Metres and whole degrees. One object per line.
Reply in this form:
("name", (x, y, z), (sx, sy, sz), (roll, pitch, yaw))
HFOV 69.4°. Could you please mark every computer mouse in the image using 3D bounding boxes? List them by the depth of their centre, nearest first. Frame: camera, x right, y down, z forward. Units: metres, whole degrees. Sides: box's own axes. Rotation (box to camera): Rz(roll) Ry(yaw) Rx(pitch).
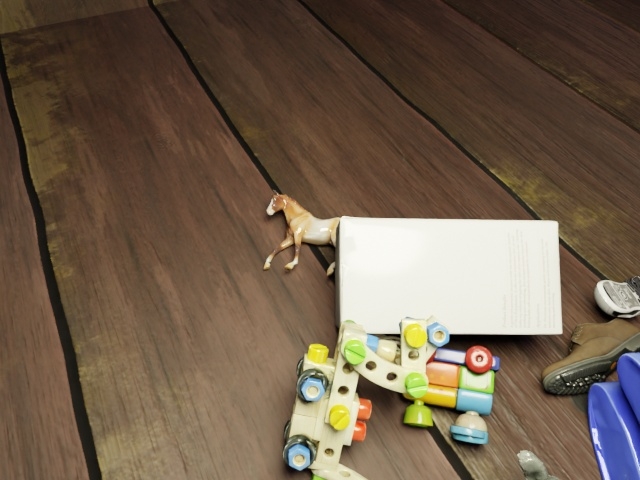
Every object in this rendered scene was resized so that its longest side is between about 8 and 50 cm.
("computer mouse", (0.573, 0.113, 0.879), (0.193, 0.042, 0.106), (7, 52, -30))

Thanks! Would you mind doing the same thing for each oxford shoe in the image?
("oxford shoe", (0.471, 0.202, 0.819), (0.227, 0.083, 0.096), (-17, 37, -18))

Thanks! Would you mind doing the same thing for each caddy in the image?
("caddy", (0.517, 0.309, 0.623), (0.179, 0.241, 0.341), (1, 51, 7))

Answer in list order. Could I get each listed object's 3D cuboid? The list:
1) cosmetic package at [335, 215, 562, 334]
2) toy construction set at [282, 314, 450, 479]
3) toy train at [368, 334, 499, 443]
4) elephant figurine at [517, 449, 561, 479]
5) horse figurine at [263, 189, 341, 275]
("cosmetic package", (0.209, 0.064, 0.815), (0.365, 0.155, 0.197), (2, 84, -1))
("toy construction set", (0.062, 0.257, 0.672), (0.215, 0.151, 0.328), (11, 82, -4))
("toy train", (0.159, 0.240, 0.765), (0.248, 0.105, 0.143), (6, 68, 14))
("elephant figurine", (0.284, 0.440, 0.571), (0.239, 0.169, 0.186), (-45, 35, -14))
("horse figurine", (0.000, 0.000, 0.960), (0.263, 0.066, 0.174), (11, 56, 8))
